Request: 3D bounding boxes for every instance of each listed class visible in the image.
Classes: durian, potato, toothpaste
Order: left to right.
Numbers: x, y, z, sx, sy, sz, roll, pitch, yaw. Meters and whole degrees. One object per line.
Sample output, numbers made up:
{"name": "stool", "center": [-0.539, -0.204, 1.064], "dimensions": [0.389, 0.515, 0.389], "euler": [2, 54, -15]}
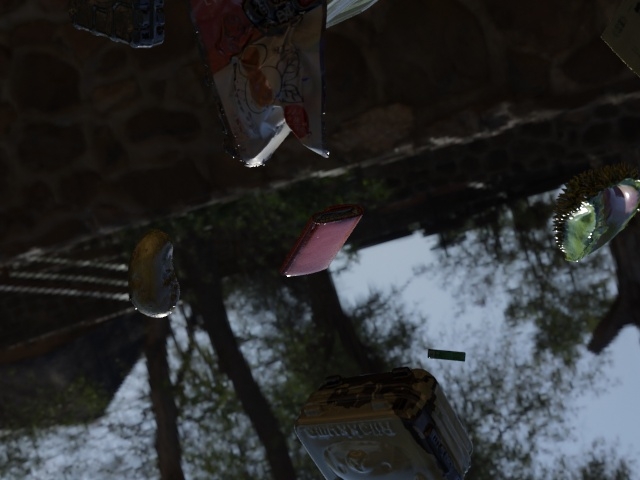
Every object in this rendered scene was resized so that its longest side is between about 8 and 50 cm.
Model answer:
{"name": "potato", "center": [-0.259, 0.051, 1.415], "dimensions": [0.070, 0.138, 0.091], "euler": [-2, -170, 17]}
{"name": "toothpaste", "center": [0.279, 0.254, 2.033], "dimensions": [0.083, 0.020, 0.017], "euler": [5, -174, 2]}
{"name": "durian", "center": [0.409, -0.060, 1.367], "dimensions": [0.137, 0.095, 0.221], "euler": [-34, 160, -10]}

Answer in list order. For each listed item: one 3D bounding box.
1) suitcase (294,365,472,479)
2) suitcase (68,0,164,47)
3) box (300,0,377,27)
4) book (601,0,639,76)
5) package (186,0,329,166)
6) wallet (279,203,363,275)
{"name": "suitcase", "center": [0.149, 0.457, 1.997], "dimensions": [0.351, 0.339, 0.194], "euler": [-13, -154, 39]}
{"name": "suitcase", "center": [-0.333, -0.469, 1.484], "dimensions": [0.206, 0.286, 0.066], "euler": [25, -149, 37]}
{"name": "box", "center": [0.105, -0.569, 1.956], "dimensions": [0.373, 0.090, 0.367], "euler": [-29, -173, 40]}
{"name": "book", "center": [0.627, -0.427, 1.629], "dimensions": [0.025, 0.283, 0.215], "euler": [4, -140, -25]}
{"name": "package", "center": [-0.066, -0.225, 1.120], "dimensions": [0.194, 0.269, 0.071], "euler": [-8, -171, 22]}
{"name": "wallet", "center": [0.000, 0.000, 2.057], "dimensions": [0.142, 0.045, 0.204], "euler": [-12, 150, -35]}
